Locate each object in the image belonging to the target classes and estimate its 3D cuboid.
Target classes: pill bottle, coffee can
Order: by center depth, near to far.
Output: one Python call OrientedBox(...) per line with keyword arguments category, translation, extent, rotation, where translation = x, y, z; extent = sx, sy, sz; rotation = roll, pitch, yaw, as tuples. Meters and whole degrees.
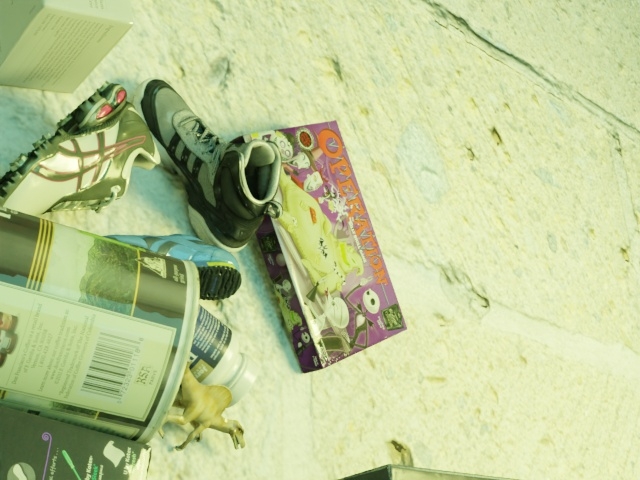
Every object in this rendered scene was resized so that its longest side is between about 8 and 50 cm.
OrientedBox(category="coffee can", translation=(-0.285, 0.078, 0.894), extent=(0.275, 0.201, 0.201), rotation=(18, 56, -22))
OrientedBox(category="pill bottle", translation=(-0.160, 0.129, 1.103), extent=(0.169, 0.094, 0.094), rotation=(41, 46, -19))

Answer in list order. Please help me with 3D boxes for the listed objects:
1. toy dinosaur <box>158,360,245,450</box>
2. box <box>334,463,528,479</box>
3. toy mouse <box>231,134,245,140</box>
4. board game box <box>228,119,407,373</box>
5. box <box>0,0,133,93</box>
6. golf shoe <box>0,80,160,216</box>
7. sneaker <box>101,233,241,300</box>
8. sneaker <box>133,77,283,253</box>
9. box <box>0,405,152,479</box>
OrientedBox(category="toy dinosaur", translation=(-0.152, 0.195, 1.068), extent=(0.053, 0.093, 0.183), rotation=(59, -3, 46))
OrientedBox(category="box", translation=(0.142, 0.457, 1.145), extent=(0.296, 0.183, 0.294), rotation=(18, 58, -38))
OrientedBox(category="toy mouse", translation=(-0.082, -0.093, 1.343), extent=(0.161, 0.031, 0.143), rotation=(-3, 71, -44))
OrientedBox(category="board game box", translation=(0.000, 0.000, 1.332), extent=(0.208, 0.056, 0.346), rotation=(-18, 88, -51))
OrientedBox(category="box", translation=(-0.334, -0.305, 1.110), extent=(0.119, 0.182, 0.181), rotation=(2, 67, -41))
OrientedBox(category="golf shoe", translation=(-0.286, -0.074, 1.040), extent=(0.120, 0.105, 0.273), rotation=(51, 49, -17))
OrientedBox(category="sneaker", translation=(-0.204, 0.024, 1.153), extent=(0.209, 0.069, 0.082), rotation=(11, 29, -30))
OrientedBox(category="sneaker", translation=(-0.141, -0.123, 1.214), extent=(0.101, 0.153, 0.268), rotation=(-28, 89, -48))
OrientedBox(category="box", translation=(-0.320, 0.242, 0.837), extent=(0.270, 0.165, 0.143), rotation=(25, 54, -33))
